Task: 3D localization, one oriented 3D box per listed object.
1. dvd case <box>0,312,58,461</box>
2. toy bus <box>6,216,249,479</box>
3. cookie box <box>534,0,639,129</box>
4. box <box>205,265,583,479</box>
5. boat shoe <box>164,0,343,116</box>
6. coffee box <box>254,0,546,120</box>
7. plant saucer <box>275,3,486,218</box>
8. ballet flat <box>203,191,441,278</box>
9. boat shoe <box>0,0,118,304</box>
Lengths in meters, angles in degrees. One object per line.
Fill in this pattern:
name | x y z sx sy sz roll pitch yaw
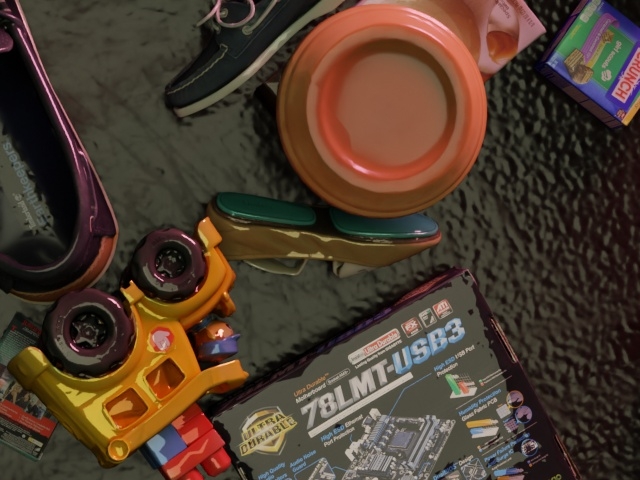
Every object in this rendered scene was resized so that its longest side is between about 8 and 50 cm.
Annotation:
dvd case | -0.278 0.138 1.357 0.087 0.013 0.119 29 60 -9
toy bus | -0.141 0.116 1.313 0.220 0.149 0.211 -39 87 -19
cookie box | 0.288 -0.181 1.457 0.107 0.040 0.092 36 84 -8
box | 0.084 0.222 1.411 0.295 0.073 0.293 -30 94 -7
boat shoe | -0.057 -0.216 1.347 0.254 0.095 0.079 -37 115 18
coffee box | 0.075 -0.172 1.394 0.246 0.098 0.141 -41 97 -6
plant saucer | 0.060 -0.120 1.323 0.199 0.037 0.200 0 92 -10
ballet flat | 0.000 0.000 1.407 0.232 0.080 0.073 7 117 -7
boat shoe | -0.346 -0.166 1.301 0.186 0.156 0.500 -31 94 -6
